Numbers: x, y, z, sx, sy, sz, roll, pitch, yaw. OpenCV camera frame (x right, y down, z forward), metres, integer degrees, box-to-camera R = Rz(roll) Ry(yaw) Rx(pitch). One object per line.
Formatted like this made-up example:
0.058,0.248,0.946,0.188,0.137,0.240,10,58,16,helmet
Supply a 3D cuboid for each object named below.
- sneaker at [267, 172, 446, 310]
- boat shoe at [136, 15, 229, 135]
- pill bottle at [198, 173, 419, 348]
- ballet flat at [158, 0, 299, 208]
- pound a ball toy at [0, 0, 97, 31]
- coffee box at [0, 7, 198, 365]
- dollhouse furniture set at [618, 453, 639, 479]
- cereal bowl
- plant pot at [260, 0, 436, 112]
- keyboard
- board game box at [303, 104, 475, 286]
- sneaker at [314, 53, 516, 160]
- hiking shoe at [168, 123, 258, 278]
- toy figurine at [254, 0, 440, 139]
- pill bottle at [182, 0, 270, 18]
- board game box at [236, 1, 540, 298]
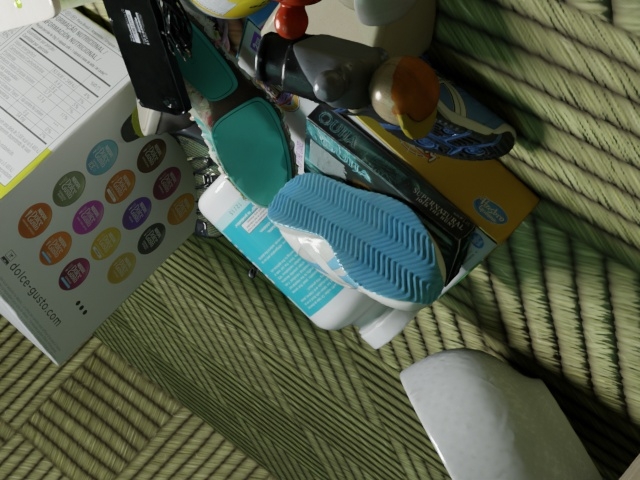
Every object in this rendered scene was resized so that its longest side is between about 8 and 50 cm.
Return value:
0.047,0.009,1.311,0.229,0.087,0.092,34,169,50,sneaker
-0.142,-0.207,1.547,0.335,0.095,0.112,129,130,-69,boat shoe
0.000,0.000,1.587,0.264,0.146,0.146,45,163,-3,pill bottle
-0.093,-0.143,1.377,0.241,0.091,0.077,60,-170,-25,ballet flat
-0.315,-0.320,1.570,0.319,0.208,0.135,0,112,50,pound a ball toy
-0.396,-0.111,1.894,0.338,0.334,0.337,36,163,29,coffee box
0.398,0.305,1.493,0.161,0.101,0.182,36,162,24,dollhouse furniture set
0.233,0.261,1.601,0.339,0.141,0.339,58,-175,-8,cereal bowl
0.032,-0.192,1.143,0.109,0.109,0.096,40,150,9,plant pot
-0.151,-0.201,1.280,0.100,0.038,0.192,19,139,38,keyboard
0.061,-0.042,1.329,0.186,0.026,0.126,40,162,12,board game box
0.077,-0.136,1.218,0.211,0.081,0.080,25,161,-2,sneaker
-0.126,-0.060,1.782,0.227,0.114,0.086,47,162,-11,hiking shoe
0.040,-0.196,0.933,0.148,0.213,0.209,17,157,22,toy figurine
-0.071,-0.251,1.222,0.103,0.103,0.184,47,163,-11,pill bottle
0.048,-0.092,1.398,0.316,0.064,0.242,43,163,2,board game box
